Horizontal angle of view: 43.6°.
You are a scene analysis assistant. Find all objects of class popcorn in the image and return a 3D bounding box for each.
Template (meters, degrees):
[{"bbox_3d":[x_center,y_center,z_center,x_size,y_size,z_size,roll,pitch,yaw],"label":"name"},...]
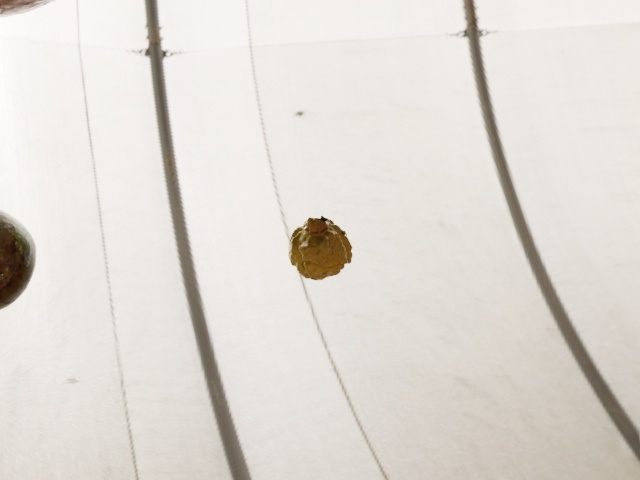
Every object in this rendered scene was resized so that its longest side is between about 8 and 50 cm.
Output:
[{"bbox_3d":[0.000,0.000,0.975,0.084,0.084,0.084,5,-101,-23],"label":"popcorn"}]

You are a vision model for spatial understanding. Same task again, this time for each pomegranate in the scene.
[{"bbox_3d":[-0.432,0.007,0.986,0.148,0.149,0.169,-31,-116,-26],"label":"pomegranate"}]

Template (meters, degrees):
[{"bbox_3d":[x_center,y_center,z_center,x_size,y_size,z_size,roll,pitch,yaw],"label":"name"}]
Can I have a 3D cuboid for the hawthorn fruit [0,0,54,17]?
[{"bbox_3d":[-0.247,-0.311,0.602,0.284,0.284,0.285,5,-101,-23],"label":"hawthorn fruit"}]
